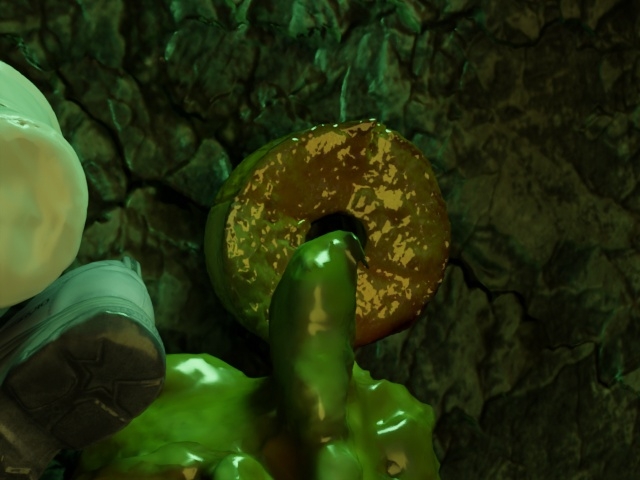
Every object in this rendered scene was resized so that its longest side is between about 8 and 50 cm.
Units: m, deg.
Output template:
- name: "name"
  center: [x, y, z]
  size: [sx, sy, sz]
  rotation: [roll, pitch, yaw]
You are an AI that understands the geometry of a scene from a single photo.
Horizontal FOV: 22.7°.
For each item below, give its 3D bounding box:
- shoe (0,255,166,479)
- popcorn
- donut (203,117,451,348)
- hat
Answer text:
- name: "shoe"
  center: [-0.198, 0.104, 1.029]
  size: [0.245, 0.137, 0.095]
  rotation: [-38, 108, 14]
- name: "popcorn"
  center: [-0.025, 0.197, 1.027]
  size: [0.290, 0.325, 0.321]
  rotation: [-37, 121, -22]
- name: "donut"
  center: [-0.001, -0.001, 1.179]
  size: [0.190, 0.074, 0.174]
  rotation: [-35, 113, -22]
- name: "hat"
  center: [-0.222, -0.025, 0.998]
  size: [0.203, 0.126, 0.203]
  rotation: [-2, 94, -33]
